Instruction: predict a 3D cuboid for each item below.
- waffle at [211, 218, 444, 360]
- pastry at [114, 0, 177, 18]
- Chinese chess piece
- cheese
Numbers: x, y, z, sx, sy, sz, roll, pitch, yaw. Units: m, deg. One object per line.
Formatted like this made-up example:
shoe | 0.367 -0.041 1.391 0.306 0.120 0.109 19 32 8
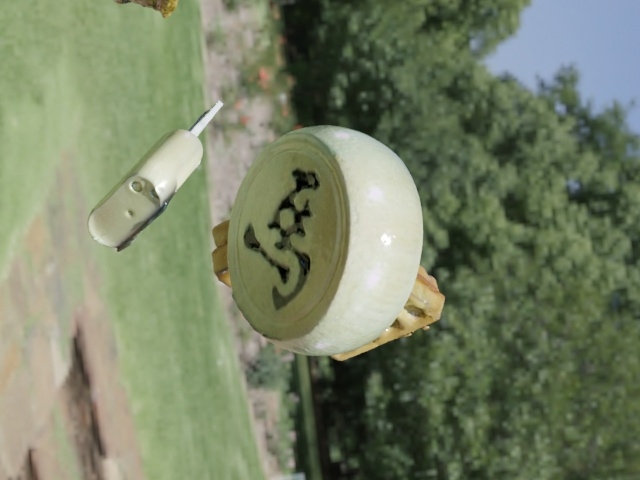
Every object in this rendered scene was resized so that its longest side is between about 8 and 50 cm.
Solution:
waffle | 0.013 0.053 2.041 0.328 0.224 0.098 38 38 -42
pastry | -0.243 -0.425 1.996 0.189 0.103 0.188 -166 -90 -83
Chinese chess piece | 0.000 0.000 1.475 0.250 0.101 0.250 -13 -107 50
cheese | -0.159 -0.087 1.460 0.054 0.127 0.251 44 34 -10
